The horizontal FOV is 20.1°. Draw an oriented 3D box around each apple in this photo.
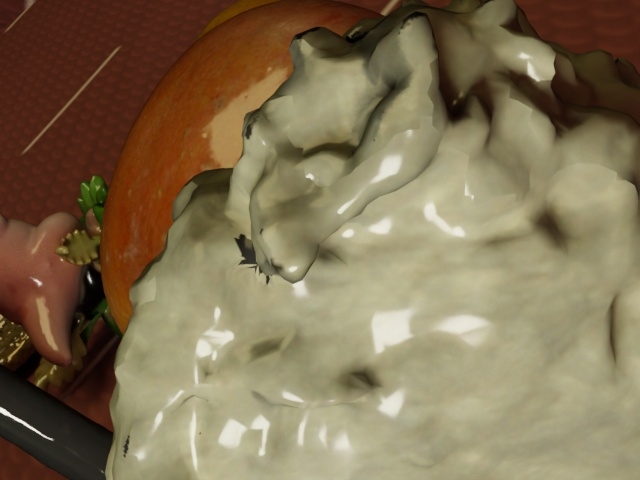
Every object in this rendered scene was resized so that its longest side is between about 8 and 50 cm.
[{"bbox_3d":[0.000,0.000,0.970,0.253,0.253,0.253,-37,21,17],"label":"apple"}]

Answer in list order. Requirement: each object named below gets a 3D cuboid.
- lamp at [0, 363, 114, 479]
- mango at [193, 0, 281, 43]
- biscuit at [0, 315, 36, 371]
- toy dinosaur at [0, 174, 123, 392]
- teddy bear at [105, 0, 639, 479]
[{"bbox_3d":[-0.235,0.268,0.883,0.374,0.205,0.272,-53,14,13],"label":"lamp"},{"bbox_3d":[-0.044,-0.132,1.482,0.147,0.109,0.227,-12,28,11],"label":"mango"},{"bbox_3d":[-0.281,0.079,1.607,0.220,0.033,0.220,-37,19,15],"label":"biscuit"},{"bbox_3d":[-0.231,0.020,1.384,0.177,0.194,0.152,-21,-18,-38],"label":"toy dinosaur"},{"bbox_3d":[0.073,0.038,0.562,0.357,0.367,0.224,-45,44,1],"label":"teddy bear"}]
